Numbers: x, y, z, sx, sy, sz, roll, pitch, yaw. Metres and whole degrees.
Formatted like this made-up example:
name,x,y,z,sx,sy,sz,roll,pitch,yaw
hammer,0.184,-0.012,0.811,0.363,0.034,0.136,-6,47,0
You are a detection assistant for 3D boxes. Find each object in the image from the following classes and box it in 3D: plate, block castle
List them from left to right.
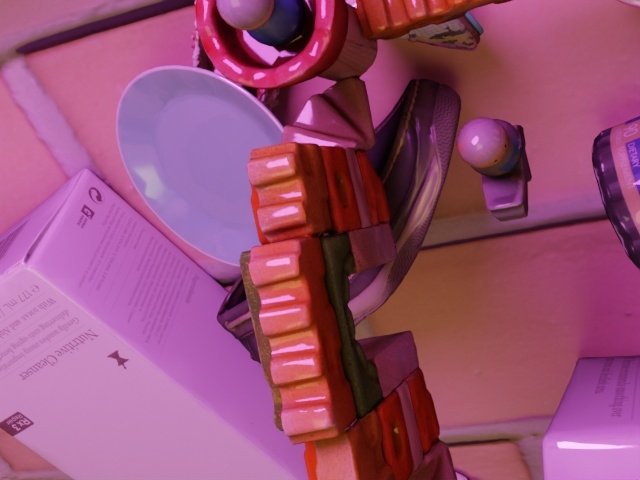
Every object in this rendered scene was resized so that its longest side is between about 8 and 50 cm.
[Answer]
name,x,y,z,sx,sy,sz,roll,pitch,yaw
plate,-0.082,-0.059,0.792,0.188,0.024,0.188,21,135,22
block castle,0.116,0.023,0.568,0.303,0.213,0.453,-13,90,19

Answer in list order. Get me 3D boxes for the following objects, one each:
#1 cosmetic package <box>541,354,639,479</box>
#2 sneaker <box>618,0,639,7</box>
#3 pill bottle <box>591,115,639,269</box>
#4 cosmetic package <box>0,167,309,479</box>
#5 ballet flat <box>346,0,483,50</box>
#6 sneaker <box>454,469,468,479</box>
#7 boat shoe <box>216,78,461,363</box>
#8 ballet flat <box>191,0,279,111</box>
name,x,y,z,sx,sy,sz,roll,pitch,yaw
cosmetic package,0.400,0.262,0.771,0.393,0.329,0.327,-6,91,20
sneaker,0.272,-0.205,0.658,0.170,0.063,0.075,-9,127,15
pill bottle,0.324,-0.062,0.726,0.219,0.123,0.123,-22,121,29
cosmetic package,-0.180,0.140,1.005,0.217,0.156,0.385,-33,115,32
ballet flat,0.022,-0.202,0.707,0.079,0.077,0.221,-44,111,2
sneaker,0.099,0.311,1.112,0.275,0.110,0.107,29,131,-12
boat shoe,0.000,0.000,0.857,0.130,0.132,0.355,24,130,-7
ballet flat,-0.061,-0.162,0.768,0.091,0.077,0.241,12,131,6
